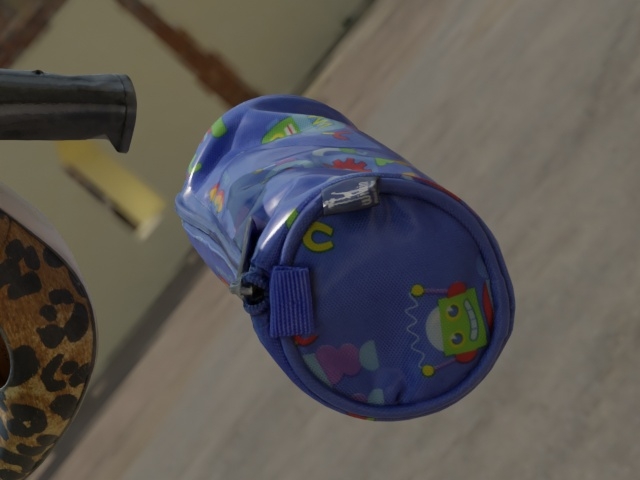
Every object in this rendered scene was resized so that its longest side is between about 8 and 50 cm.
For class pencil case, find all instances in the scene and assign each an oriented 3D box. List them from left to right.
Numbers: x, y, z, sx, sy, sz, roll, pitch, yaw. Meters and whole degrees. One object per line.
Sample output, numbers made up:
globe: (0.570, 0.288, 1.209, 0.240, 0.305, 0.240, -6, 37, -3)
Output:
pencil case: (0.000, 0.000, 0.997, 0.306, 0.133, 0.119, -134, 49, -73)

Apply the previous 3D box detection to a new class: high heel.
high heel: (-0.211, 0.022, 1.011, 0.093, 0.186, 0.261, 48, 130, 52)
